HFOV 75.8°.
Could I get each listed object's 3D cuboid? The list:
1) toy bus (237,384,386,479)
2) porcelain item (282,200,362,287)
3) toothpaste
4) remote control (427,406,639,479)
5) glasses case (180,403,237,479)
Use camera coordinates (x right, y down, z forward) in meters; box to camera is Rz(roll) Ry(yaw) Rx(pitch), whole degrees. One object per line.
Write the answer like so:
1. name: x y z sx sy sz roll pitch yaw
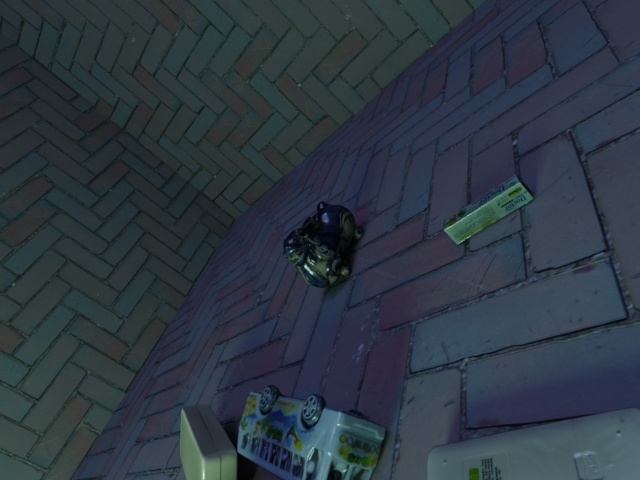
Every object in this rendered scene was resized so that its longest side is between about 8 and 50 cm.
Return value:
1. toy bus: -0.036 0.340 0.713 0.329 0.109 0.136 -21 43 55
2. porcelain item: 0.000 0.000 1.146 0.138 0.186 0.288 -35 23 41
3. toothpaste: 0.309 -0.053 0.769 0.164 0.046 0.034 -38 19 32
4. remote control: 0.218 0.247 0.422 0.250 0.034 0.103 -35 24 35
5. glasses case: -0.254 0.472 0.905 0.312 0.070 0.131 173 98 -64
